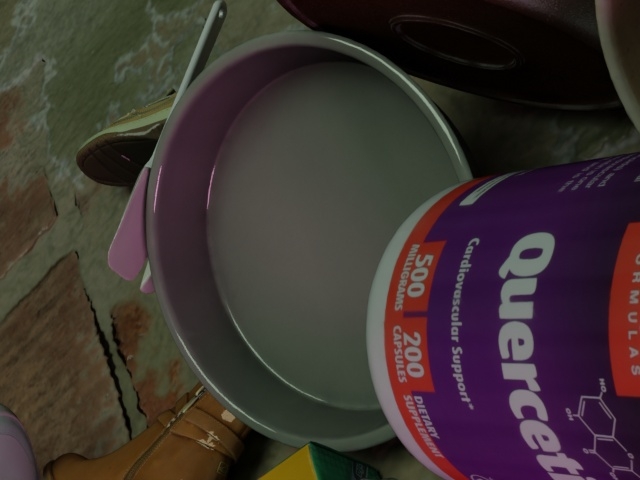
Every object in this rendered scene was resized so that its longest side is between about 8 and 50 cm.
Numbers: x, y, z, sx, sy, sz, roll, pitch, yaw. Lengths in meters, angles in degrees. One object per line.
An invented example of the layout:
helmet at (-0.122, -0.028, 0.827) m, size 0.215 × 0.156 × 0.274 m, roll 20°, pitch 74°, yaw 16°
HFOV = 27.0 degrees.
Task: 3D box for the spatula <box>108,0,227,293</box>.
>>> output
spatula at (-0.096, -0.062, 1.078) m, size 0.019 × 0.168 × 0.242 m, roll 13°, pitch 72°, yaw 26°

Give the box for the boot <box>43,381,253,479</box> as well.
boot at (-0.129, 0.167, 1.052) m, size 0.197 × 0.073 × 0.152 m, roll 20°, pitch 75°, yaw 50°

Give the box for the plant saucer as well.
plant saucer at (0.090, -0.142, 0.826) m, size 0.311 × 0.311 × 0.050 m, roll 12°, pitch 82°, yaw 47°

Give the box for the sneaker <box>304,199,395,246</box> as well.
sneaker at (-0.004, -0.075, 1.009) m, size 0.087 × 0.130 × 0.227 m, roll -25°, pitch 32°, yaw -26°

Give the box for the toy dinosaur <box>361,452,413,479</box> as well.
toy dinosaur at (0.105, 0.148, 0.819) m, size 0.268 × 0.064 × 0.118 m, roll -13°, pitch 32°, yaw 11°

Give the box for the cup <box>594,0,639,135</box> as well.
cup at (0.332, -0.141, 0.625) m, size 0.331 × 0.331 × 0.237 m, roll 9°, pitch 51°, yaw 46°

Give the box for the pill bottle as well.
pill bottle at (0.178, 0.044, 0.642) m, size 0.323 × 0.182 × 0.181 m, roll -8°, pitch 62°, yaw 56°

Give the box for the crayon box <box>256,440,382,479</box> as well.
crayon box at (-0.008, 0.290, 0.847) m, size 0.165 × 0.081 × 0.278 m, roll -38°, pitch 46°, yaw 22°

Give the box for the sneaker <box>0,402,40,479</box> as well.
sneaker at (-0.230, 0.259, 1.028) m, size 0.151 × 0.094 × 0.255 m, roll 12°, pitch 105°, yaw 49°

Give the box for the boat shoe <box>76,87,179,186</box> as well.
boat shoe at (-0.138, -0.105, 1.215) m, size 0.190 × 0.068 × 0.072 m, roll -14°, pitch 46°, yaw 27°

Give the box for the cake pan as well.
cake pan at (0.000, 0.000, 0.933) m, size 0.293 × 0.054 × 0.293 m, roll 7°, pitch 102°, yaw 36°
